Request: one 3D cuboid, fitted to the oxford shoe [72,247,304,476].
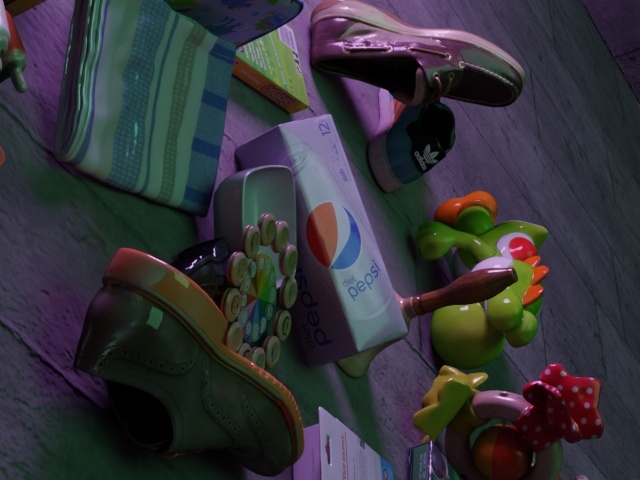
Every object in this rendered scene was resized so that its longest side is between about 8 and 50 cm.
[{"bbox_3d":[-0.129,0.153,1.433,0.133,0.130,0.364,-60,142,-20],"label":"oxford shoe"}]

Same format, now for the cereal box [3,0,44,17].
[{"bbox_3d":[-0.232,-0.329,1.485,0.047,0.173,0.240,52,28,-32],"label":"cereal box"}]

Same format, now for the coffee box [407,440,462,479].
[{"bbox_3d":[0.172,0.364,1.994,0.184,0.040,0.113,55,26,-31],"label":"coffee box"}]

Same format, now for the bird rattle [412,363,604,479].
[{"bbox_3d":[0.257,0.259,2.045,0.143,0.253,0.207,-60,150,-62],"label":"bird rattle"}]

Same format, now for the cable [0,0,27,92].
[{"bbox_3d":[-0.316,-0.259,1.367,0.139,0.072,0.287,38,37,-61],"label":"cable"}]

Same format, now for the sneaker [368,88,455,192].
[{"bbox_3d":[0.158,-0.182,2.327,0.108,0.121,0.302,58,25,-27],"label":"sneaker"}]

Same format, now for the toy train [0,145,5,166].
[{"bbox_3d":[-0.310,-0.056,1.238,0.125,0.046,0.166,54,27,-35],"label":"toy train"}]

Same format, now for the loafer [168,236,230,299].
[{"bbox_3d":[-0.129,0.045,1.553,0.170,0.062,0.061,-37,110,-66],"label":"loafer"}]

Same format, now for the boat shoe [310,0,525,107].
[{"bbox_3d":[0.141,-0.244,2.205,0.342,0.123,0.123,18,57,-20],"label":"boat shoe"}]

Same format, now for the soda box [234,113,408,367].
[{"bbox_3d":[0.000,0.000,1.805,0.091,0.098,0.286,-16,86,-42],"label":"soda box"}]

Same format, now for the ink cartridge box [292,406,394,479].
[{"bbox_3d":[0.019,0.273,1.695,0.180,0.060,0.104,46,33,-45],"label":"ink cartridge box"}]

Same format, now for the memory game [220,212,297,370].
[{"bbox_3d":[-0.064,0.062,1.647,0.186,0.012,0.186,8,90,-67],"label":"memory game"}]

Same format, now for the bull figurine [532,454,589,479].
[{"bbox_3d":[0.343,0.390,2.287,0.310,0.101,0.188,58,23,-24],"label":"bull figurine"}]

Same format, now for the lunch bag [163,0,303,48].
[{"bbox_3d":[-0.134,-0.280,1.672,0.219,0.176,0.090,18,50,-65],"label":"lunch bag"}]

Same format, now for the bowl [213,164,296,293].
[{"bbox_3d":[-0.077,-0.013,1.694,0.142,0.053,0.142,-14,103,-68],"label":"bowl"}]

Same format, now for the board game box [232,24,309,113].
[{"bbox_3d":[-0.096,-0.261,1.923,0.259,0.039,0.124,33,41,-60],"label":"board game box"}]

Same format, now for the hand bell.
[{"bbox_3d":[0.132,0.078,1.883,0.126,0.242,0.126,48,31,-41],"label":"hand bell"}]

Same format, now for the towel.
[{"bbox_3d":[-0.174,-0.149,1.559,0.285,0.034,0.209,24,72,-62],"label":"towel"}]

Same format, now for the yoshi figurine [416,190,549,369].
[{"bbox_3d":[0.230,0.074,2.280,0.362,0.203,0.203,-93,-164,-67],"label":"yoshi figurine"}]
